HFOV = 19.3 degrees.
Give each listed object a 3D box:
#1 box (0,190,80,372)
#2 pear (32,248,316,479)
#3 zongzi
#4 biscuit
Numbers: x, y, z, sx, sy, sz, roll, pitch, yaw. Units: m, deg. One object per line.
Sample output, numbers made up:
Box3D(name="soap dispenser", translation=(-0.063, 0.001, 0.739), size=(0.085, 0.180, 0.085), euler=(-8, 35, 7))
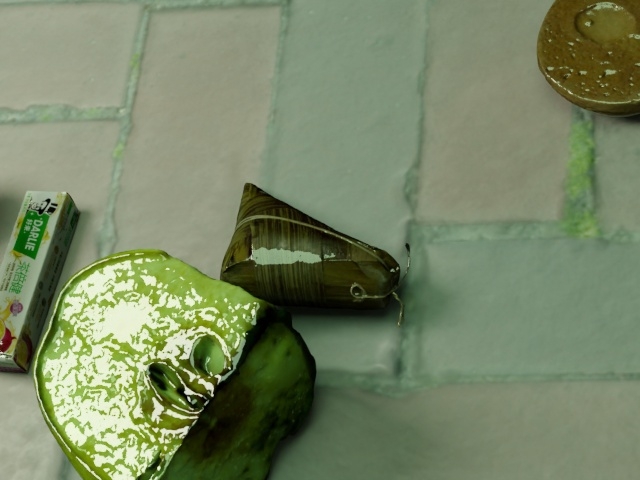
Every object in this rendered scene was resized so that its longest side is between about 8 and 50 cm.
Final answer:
Box3D(name="box", translation=(-0.305, 0.040, 1.964), size=(0.050, 0.041, 0.207), euler=(2, 58, 19))
Box3D(name="pear", translation=(-0.166, 0.141, 1.796), size=(0.255, 0.164, 0.238), euler=(24, 75, 32))
Box3D(name="zongzi", translation=(0.000, 0.000, 1.905), size=(0.187, 0.084, 0.184), euler=(5, 37, 4))
Box3D(name="biscuit", translation=(0.326, -0.208, 1.964), size=(0.208, 0.049, 0.181), euler=(-33, 56, -9))
